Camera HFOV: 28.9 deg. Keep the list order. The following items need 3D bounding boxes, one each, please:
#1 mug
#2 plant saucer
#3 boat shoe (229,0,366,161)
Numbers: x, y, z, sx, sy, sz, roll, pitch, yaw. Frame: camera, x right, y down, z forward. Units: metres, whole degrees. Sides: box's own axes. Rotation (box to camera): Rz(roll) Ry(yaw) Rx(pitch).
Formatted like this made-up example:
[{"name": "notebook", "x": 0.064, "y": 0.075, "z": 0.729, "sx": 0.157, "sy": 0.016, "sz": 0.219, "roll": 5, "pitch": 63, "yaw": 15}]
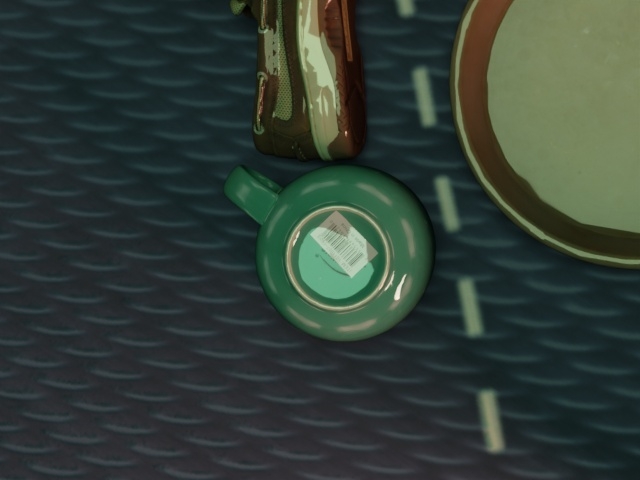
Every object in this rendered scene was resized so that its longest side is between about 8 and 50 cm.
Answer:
[{"name": "mug", "x": 0.004, "y": 0.009, "z": 0.907, "sx": 0.158, "sy": 0.097, "sz": 0.129, "roll": 0, "pitch": 94, "yaw": 7}, {"name": "plant saucer", "x": 0.234, "y": -0.117, "z": 0.904, "sx": 0.278, "sy": 0.041, "sz": 0.278, "roll": 0, "pitch": 89, "yaw": 12}, {"name": "boat shoe", "x": -0.026, "y": -0.187, "z": 0.932, "sx": 0.095, "sy": 0.095, "sz": 0.257, "roll": -3, "pitch": 88, "yaw": 17}]
